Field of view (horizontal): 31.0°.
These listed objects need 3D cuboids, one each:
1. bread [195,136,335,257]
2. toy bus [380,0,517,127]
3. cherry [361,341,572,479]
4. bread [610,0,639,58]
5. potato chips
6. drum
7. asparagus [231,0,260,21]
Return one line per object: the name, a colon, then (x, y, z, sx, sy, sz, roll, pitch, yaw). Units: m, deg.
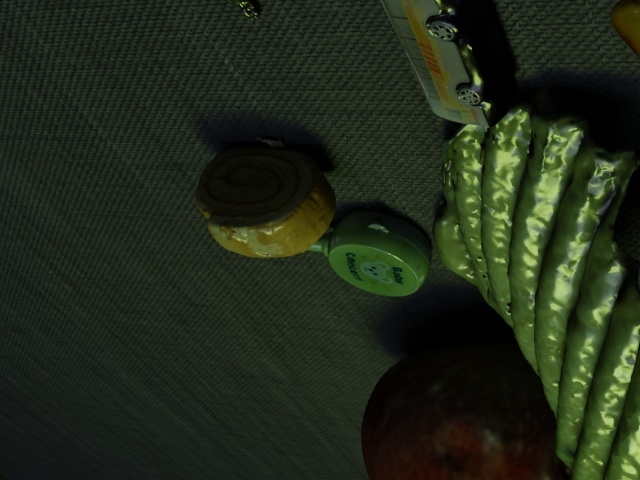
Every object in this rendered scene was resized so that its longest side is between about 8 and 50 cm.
bread: (-0.062, -0.042, 1.198, 0.149, 0.122, 0.073, 4, 145, 29)
toy bus: (0.102, -0.164, 0.932, 0.072, 0.057, 0.172, 10, 151, 32)
cherry: (0.215, 0.260, 1.409, 0.326, 0.291, 0.335, 16, 173, -13)
bread: (0.322, -0.150, 0.772, 0.233, 0.088, 0.161, -7, 137, 47)
potato chips: (0.223, 0.071, 1.073, 0.097, 0.373, 0.389, -20, 160, -11)
drum: (0.008, 0.012, 1.324, 0.253, 0.049, 0.130, 4, 148, 31)
asparagus: (-0.088, -0.232, 0.983, 0.018, 0.015, 0.127, 1, 147, 37)
